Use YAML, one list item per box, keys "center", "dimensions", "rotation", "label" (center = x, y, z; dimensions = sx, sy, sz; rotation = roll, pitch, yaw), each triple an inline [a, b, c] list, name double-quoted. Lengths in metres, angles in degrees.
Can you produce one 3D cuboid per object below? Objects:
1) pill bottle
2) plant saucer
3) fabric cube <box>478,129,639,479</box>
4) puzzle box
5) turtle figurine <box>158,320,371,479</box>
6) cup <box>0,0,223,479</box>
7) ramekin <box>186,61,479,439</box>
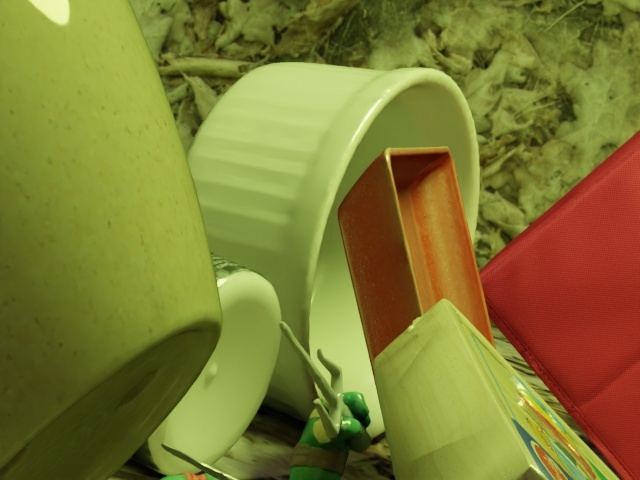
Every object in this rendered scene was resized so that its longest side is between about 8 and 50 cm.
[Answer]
- center: [-0.156, 0.039, 1.136]
  dimensions: [0.245, 0.130, 0.130]
  rotation: [22, 6, 28]
  label: "pill bottle"
- center: [0.073, 0.070, 1.224]
  dimensions: [0.047, 0.258, 0.259]
  rotation: [-12, 0, 13]
  label: "plant saucer"
- center: [0.294, 0.044, 1.499]
  dimensions: [0.259, 0.258, 0.254]
  rotation: [51, 7, 3]
  label: "fabric cube"
- center: [0.135, 0.157, 0.761]
  dimensions: [0.272, 0.052, 0.409]
  rotation: [46, 4, -5]
  label: "puzzle box"
- center: [0.008, 0.136, 0.796]
  dimensions: [0.234, 0.118, 0.175]
  rotation: [35, 19, -20]
  label: "turtle figurine"
- center: [-0.176, 0.004, 0.703]
  dimensions: [0.237, 0.331, 0.331]
  rotation: [46, 11, 11]
  label: "cup"
- center: [0.000, 0.000, 1.389]
  dimensions: [0.135, 0.277, 0.277]
  rotation: [13, 2, 26]
  label: "ramekin"
